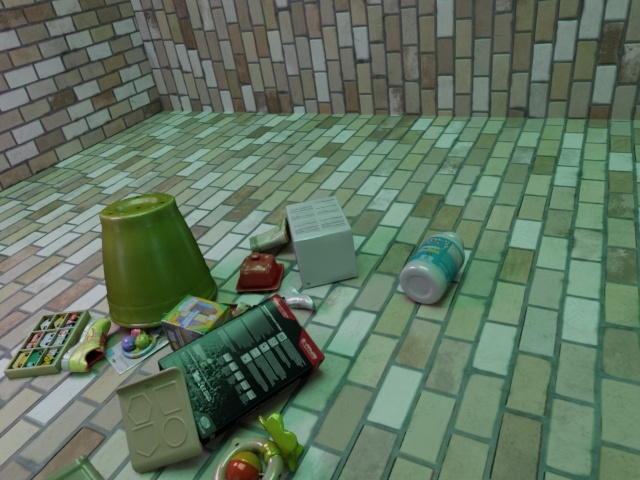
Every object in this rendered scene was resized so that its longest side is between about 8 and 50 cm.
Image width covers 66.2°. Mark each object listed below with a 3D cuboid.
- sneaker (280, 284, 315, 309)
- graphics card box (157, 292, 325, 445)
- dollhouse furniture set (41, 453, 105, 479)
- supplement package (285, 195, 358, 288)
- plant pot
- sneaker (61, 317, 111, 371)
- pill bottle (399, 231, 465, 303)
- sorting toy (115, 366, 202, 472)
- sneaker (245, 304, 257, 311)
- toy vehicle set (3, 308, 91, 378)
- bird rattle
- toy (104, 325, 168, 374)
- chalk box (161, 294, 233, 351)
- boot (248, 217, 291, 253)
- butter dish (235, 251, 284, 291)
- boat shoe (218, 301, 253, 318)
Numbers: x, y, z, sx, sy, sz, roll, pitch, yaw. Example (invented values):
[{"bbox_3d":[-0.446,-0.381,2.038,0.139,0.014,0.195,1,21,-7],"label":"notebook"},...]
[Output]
[{"bbox_3d":[-0.073,0.199,1.595,0.061,0.054,0.152,-39,35,-25],"label":"sneaker"},{"bbox_3d":[-0.204,0.326,1.289,0.371,0.094,0.233,-28,69,-29],"label":"graphics card box"},{"bbox_3d":[-0.586,0.630,1.025,0.197,0.151,0.301,36,32,23],"label":"dollhouse furniture set"},{"bbox_3d":[0.000,0.000,1.744,0.198,0.199,0.263,-12,31,-4],"label":"supplement package"},{"bbox_3d":[-0.565,0.041,1.632,0.366,0.353,0.366,-7,22,3],"label":"plant pot"},{"bbox_3d":[-0.704,0.330,1.529,0.094,0.081,0.208,6,42,13],"label":"sneaker"},{"bbox_3d":[0.372,0.075,1.580,0.146,0.146,0.264,13,38,32],"label":"pill bottle"},{"bbox_3d":[-0.381,0.424,1.164,0.193,0.208,0.038,-23,-12,15],"label":"sorting toy"},{"bbox_3d":[-0.164,0.266,1.437,0.079,0.121,0.217,-28,36,-26],"label":"sneaker"},{"bbox_3d":[-0.883,0.332,1.602,0.165,0.035,0.267,-8,32,2],"label":"toy vehicle set"},{"bbox_3d":[-0.139,0.520,1.072,0.206,0.143,0.254,-7,43,26],"label":"bird rattle"},{"bbox_3d":[-0.558,0.302,1.545,0.237,0.056,0.137,-31,37,-31],"label":"toy"},{"bbox_3d":[-0.381,0.262,1.487,0.213,0.132,0.132,12,38,26],"label":"chalk box"},{"bbox_3d":[-0.197,-0.017,1.937,0.165,0.077,0.213,-22,15,4],"label":"boot"},{"bbox_3d":[-0.221,0.095,1.729,0.159,0.118,0.160,-5,32,9],"label":"butter dish"},{"bbox_3d":[-0.258,0.228,1.581,0.170,0.059,0.063,-2,33,12],"label":"boat shoe"}]
